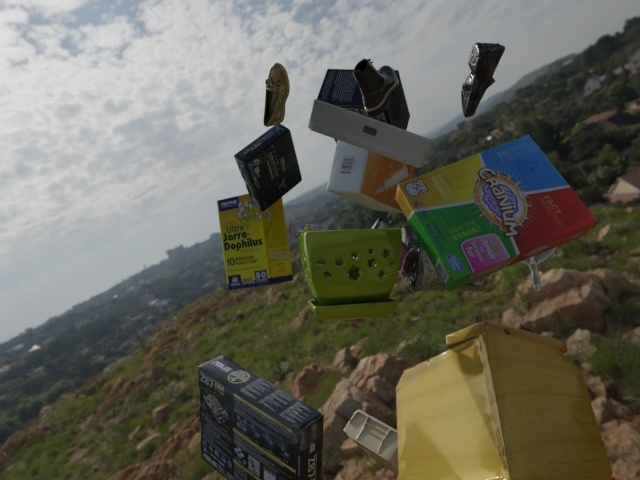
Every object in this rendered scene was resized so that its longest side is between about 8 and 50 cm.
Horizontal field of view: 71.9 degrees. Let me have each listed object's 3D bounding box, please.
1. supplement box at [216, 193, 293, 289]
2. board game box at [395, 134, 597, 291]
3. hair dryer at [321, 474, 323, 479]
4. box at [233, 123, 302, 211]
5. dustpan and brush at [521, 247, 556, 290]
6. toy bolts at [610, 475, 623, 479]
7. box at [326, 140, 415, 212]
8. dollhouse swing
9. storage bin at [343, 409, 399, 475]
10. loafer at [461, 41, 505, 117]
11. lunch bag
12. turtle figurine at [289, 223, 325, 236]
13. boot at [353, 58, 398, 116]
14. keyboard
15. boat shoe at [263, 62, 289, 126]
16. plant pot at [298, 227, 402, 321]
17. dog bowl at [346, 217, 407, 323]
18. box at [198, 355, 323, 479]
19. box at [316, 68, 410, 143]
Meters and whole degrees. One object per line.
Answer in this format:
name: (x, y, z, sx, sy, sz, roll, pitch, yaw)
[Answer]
supplement box: (-0.256, 0.003, 1.749, 0.194, 0.356, 0.195, -10, -3, 22)
board game box: (0.352, -0.064, 0.918, 0.317, 0.242, 0.064, -22, -26, -7)
hair dryer: (0.019, 0.835, 1.382, 0.080, 0.293, 0.223, 5, -42, -40)
box: (-0.158, -0.227, 1.397, 0.183, 0.059, 0.232, -42, -30, -20)
dustpan and brush: (0.516, 0.027, 1.081, 0.147, 0.211, 0.060, -9, 30, 28)
toy bolts: (0.724, 0.711, 1.240, 0.218, 0.158, 0.228, -50, 25, 1)
box: (0.213, -0.256, 1.788, 0.168, 0.214, 0.345, 10, -3, 41)
dollhouse swing: (0.382, 0.419, 1.005, 0.305, 0.315, 0.346, 118, 163, -48)
storage bin: (0.269, 0.886, 1.918, 0.260, 0.262, 0.123, 14, 58, 43)
loafer: (0.344, -0.337, 0.943, 0.061, 0.062, 0.170, -5, -36, -2)
lunch bag: (0.462, 0.083, 1.704, 0.305, 0.256, 0.212, 0, -39, -11)
turtle figurine: (0.000, 0.000, 1.658, 0.087, 0.217, 0.269, -57, 32, -4)
boot: (0.147, -0.446, 1.175, 0.077, 0.137, 0.197, -7, 48, 28)
keyboard: (0.100, -0.219, 0.911, 0.014, 0.256, 0.072, -69, -2, -47)
boat shoe: (-0.113, -0.348, 1.066, 0.048, 0.056, 0.153, -37, -27, -40)
plant pot: (0.068, 0.081, 1.076, 0.228, 0.207, 0.227, -3, -3, -7)
dog bowl: (0.165, 0.126, 1.615, 0.408, 0.150, 0.408, -57, -2, -3)
box: (-0.172, 0.526, 1.170, 0.395, 0.318, 0.097, 14, 21, 38)
box: (0.181, -0.521, 1.768, 0.294, 0.182, 0.296, 12, -15, 24)
